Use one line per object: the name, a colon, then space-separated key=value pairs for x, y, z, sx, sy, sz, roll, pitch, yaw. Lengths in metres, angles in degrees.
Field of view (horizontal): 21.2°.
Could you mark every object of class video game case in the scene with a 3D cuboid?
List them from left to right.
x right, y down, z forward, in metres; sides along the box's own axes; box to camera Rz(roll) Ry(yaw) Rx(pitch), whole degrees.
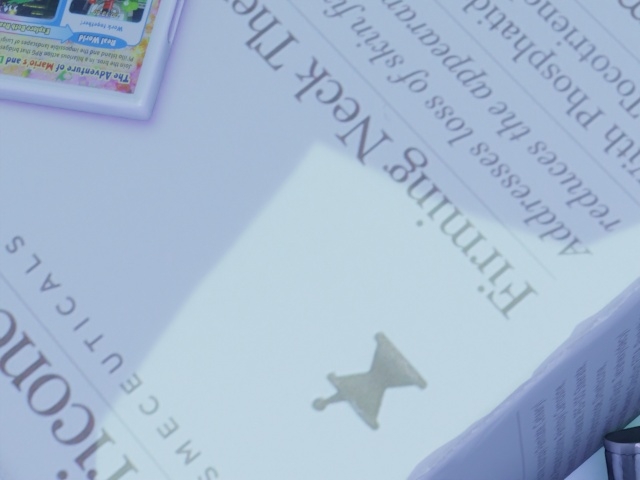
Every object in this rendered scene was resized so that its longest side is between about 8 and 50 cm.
video game case: x=-0.134 y=-0.131 z=0.781 sx=0.157 sy=0.019 sz=0.143 roll=10 pitch=71 yaw=12

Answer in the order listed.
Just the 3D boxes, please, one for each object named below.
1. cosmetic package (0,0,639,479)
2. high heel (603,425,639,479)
cosmetic package: x=0.000 y=0.000 z=0.904 sx=0.394 sy=0.327 sz=0.329 roll=-40 pitch=72 yaw=-7
high heel: x=0.281 y=0.187 z=0.962 sx=0.261 sy=0.093 sz=0.186 roll=-5 pitch=96 yaw=-11
